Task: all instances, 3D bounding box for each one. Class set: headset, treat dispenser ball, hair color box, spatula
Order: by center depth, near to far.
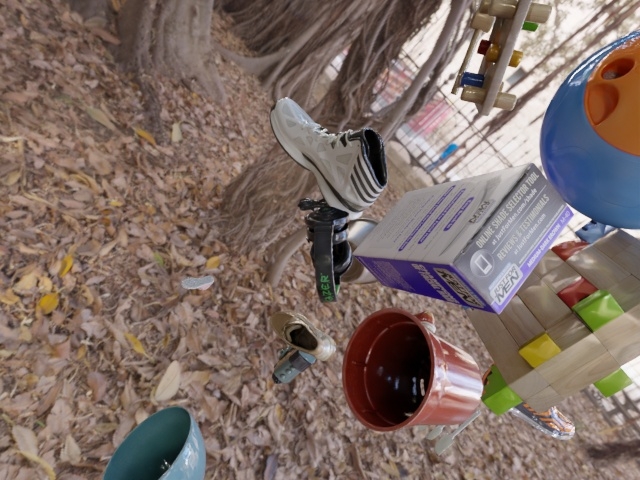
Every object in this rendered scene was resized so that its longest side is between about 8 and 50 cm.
[{"bbox_3d":[0.481,-0.159,0.586,0.288,0.288,0.288,39,24,-21],"label":"treat dispenser ball"},{"bbox_3d":[0.203,-0.004,0.671,0.110,0.185,0.339,44,-11,-11],"label":"hair color box"},{"bbox_3d":[0.000,0.000,1.195,0.394,0.185,0.243,-83,169,-45],"label":"headset"},{"bbox_3d":[0.524,0.736,1.651,0.019,0.242,0.168,49,-1,-28],"label":"spatula"}]

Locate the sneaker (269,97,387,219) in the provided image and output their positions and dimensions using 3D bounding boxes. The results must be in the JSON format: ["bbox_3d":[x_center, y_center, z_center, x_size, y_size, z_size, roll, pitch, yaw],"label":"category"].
[{"bbox_3d":[0.046,-0.302,1.199,0.169,0.257,0.448,-33,84,-43],"label":"sneaker"}]

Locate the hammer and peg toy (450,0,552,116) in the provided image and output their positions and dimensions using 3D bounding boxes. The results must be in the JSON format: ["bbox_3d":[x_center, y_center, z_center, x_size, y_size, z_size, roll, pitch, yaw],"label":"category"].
[{"bbox_3d":[0.440,-0.475,1.018,0.127,0.266,0.361,14,32,7],"label":"hammer and peg toy"}]

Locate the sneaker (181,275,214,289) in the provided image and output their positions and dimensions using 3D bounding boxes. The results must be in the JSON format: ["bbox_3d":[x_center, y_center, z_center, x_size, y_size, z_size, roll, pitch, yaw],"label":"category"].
[{"bbox_3d":[-0.526,0.189,1.705,0.134,0.070,0.051,-8,64,-34],"label":"sneaker"}]

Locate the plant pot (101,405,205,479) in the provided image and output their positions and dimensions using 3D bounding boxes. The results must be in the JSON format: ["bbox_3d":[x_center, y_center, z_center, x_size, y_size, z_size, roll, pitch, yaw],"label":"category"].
[{"bbox_3d":[-0.461,0.683,1.203,0.290,0.290,0.195,-85,150,-61],"label":"plant pot"}]

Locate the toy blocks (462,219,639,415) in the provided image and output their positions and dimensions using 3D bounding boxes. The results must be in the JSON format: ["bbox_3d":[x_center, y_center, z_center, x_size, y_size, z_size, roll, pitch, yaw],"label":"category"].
[{"bbox_3d":[0.416,0.102,0.702,0.190,0.381,0.261,42,19,-20],"label":"toy blocks"}]

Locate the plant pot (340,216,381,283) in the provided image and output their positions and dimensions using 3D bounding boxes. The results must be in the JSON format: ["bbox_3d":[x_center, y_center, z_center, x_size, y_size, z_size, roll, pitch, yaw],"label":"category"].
[{"bbox_3d":[0.163,0.066,1.817,0.323,0.323,0.280,52,28,10],"label":"plant pot"}]

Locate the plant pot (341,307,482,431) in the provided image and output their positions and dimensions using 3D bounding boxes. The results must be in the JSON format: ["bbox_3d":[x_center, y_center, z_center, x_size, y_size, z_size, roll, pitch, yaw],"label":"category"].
[{"bbox_3d":[0.239,0.333,0.987,0.265,0.272,0.272,26,31,-35],"label":"plant pot"}]

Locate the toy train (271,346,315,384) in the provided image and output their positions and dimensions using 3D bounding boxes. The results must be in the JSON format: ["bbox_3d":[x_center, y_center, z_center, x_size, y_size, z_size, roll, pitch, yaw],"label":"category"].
[{"bbox_3d":[-0.121,0.584,1.975,0.142,0.334,0.190,44,31,-2],"label":"toy train"}]

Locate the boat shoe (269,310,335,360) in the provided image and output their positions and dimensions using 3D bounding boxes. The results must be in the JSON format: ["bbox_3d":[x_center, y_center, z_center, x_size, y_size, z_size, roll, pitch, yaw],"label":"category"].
[{"bbox_3d":[-0.092,0.343,1.526,0.341,0.122,0.110,15,-13,43],"label":"boat shoe"}]

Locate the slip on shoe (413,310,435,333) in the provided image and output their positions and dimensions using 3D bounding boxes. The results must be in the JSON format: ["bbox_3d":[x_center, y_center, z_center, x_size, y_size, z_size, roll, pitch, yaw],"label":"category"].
[{"bbox_3d":[0.383,0.396,1.814,0.123,0.331,0.101,38,50,-17],"label":"slip on shoe"}]

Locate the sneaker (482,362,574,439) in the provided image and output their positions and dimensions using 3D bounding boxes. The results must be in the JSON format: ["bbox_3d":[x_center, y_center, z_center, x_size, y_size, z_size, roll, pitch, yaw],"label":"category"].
[{"bbox_3d":[0.632,0.439,1.163,0.321,0.180,0.124,29,3,-10],"label":"sneaker"}]
